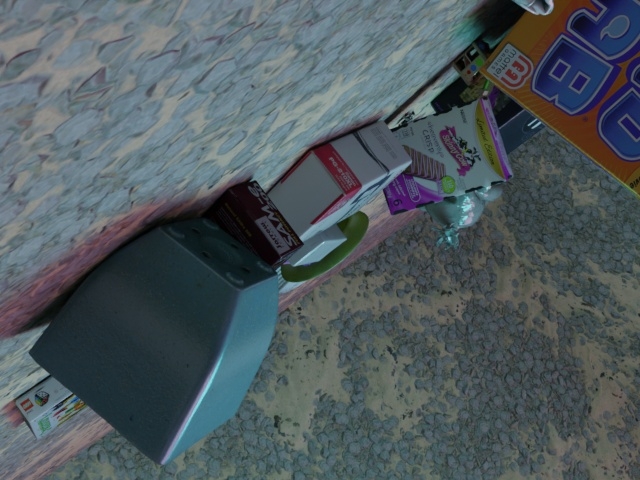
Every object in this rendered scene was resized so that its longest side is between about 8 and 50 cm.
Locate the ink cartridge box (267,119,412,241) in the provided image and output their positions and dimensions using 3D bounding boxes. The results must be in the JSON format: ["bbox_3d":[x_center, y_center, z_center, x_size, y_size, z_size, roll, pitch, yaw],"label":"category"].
[{"bbox_3d":[0.028,-0.101,1.571,0.172,0.100,0.237,-42,172,38],"label":"ink cartridge box"}]

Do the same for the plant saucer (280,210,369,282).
[{"bbox_3d":[0.000,0.000,2.049,0.241,0.037,0.241,-29,-155,15],"label":"plant saucer"}]

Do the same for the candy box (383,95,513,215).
[{"bbox_3d":[0.219,-0.154,1.662,0.233,0.159,0.071,-18,-176,26],"label":"candy box"}]

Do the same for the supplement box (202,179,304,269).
[{"bbox_3d":[-0.150,0.030,1.389,0.239,0.130,0.073,-41,174,35],"label":"supplement box"}]

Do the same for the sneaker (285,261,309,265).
[{"bbox_3d":[-0.060,0.018,1.927,0.236,0.104,0.095,-35,175,-10],"label":"sneaker"}]

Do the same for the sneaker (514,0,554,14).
[{"bbox_3d":[0.299,-0.357,1.257,0.080,0.094,0.212,-44,172,36],"label":"sneaker"}]

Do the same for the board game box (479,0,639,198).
[{"bbox_3d":[0.528,-0.298,1.480,0.356,0.356,0.356,-52,170,14],"label":"board game box"}]

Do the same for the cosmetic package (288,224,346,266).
[{"bbox_3d":[-0.031,-0.021,1.760,0.085,0.117,0.231,-38,172,9],"label":"cosmetic package"}]

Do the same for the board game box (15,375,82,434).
[{"bbox_3d":[-0.496,0.301,1.771,0.193,0.053,0.305,-35,173,-22],"label":"board game box"}]

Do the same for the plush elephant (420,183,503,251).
[{"bbox_3d":[0.330,-0.171,2.267,0.330,0.271,0.255,-78,168,-48],"label":"plush elephant"}]

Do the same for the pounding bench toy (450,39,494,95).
[{"bbox_3d":[0.289,-0.308,1.604,0.065,0.083,0.052,-41,173,33],"label":"pounding bench toy"}]

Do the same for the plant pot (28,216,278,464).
[{"bbox_3d":[-0.198,0.111,1.267,0.252,0.248,0.247,-56,168,16],"label":"plant pot"}]

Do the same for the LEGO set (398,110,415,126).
[{"bbox_3d":[0.172,-0.231,1.778,0.054,0.023,0.083,-40,173,22],"label":"LEGO set"}]

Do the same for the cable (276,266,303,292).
[{"bbox_3d":[-0.033,0.043,2.324,0.257,0.089,0.257,-37,174,-9],"label":"cable"}]

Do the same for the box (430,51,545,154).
[{"bbox_3d":[0.389,-0.291,1.818,0.270,0.143,0.165,-37,158,21],"label":"box"}]
